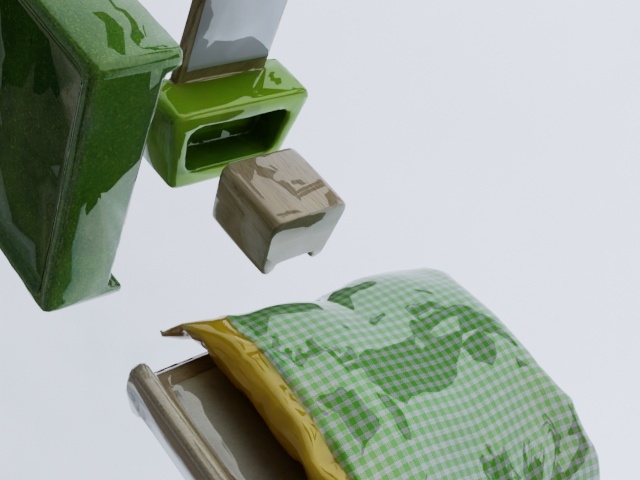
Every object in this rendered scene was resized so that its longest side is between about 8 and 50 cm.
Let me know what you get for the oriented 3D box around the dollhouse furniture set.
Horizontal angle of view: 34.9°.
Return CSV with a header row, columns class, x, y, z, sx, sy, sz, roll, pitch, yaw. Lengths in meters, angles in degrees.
class,x,y,z,sx,sy,sz,roll,pitch,yaw
dollhouse furniture set,0.000,0.000,0.460,0.301,0.198,0.151,48,-44,26
